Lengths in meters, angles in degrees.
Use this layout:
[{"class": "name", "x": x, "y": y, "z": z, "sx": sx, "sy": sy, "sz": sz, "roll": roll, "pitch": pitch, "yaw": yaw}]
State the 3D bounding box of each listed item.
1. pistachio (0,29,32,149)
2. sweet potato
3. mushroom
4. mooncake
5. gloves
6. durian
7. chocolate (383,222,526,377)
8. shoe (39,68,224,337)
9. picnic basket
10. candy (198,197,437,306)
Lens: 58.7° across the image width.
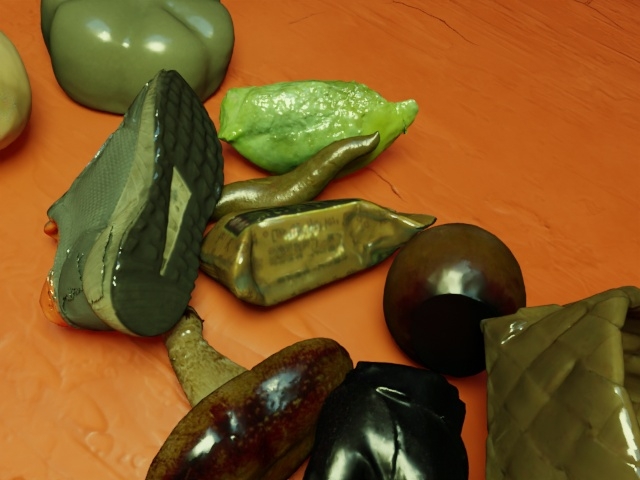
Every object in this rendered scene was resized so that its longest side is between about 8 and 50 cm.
[{"class": "pistachio", "x": -0.452, "y": -0.202, "z": 0.656, "sx": 0.187, "sy": 0.187, "sz": 0.299, "roll": -24, "pitch": 60, "yaw": -26}, {"class": "sweet potato", "x": -0.037, "y": -0.066, "z": 0.706, "sx": 0.249, "sy": 0.069, "sz": 0.059, "roll": -21, "pitch": 36, "yaw": 5}, {"class": "mushroom", "x": -0.108, "y": 0.144, "z": 0.547, "sx": 0.217, "sy": 0.148, "sz": 0.227, "roll": 32, "pitch": 43, "yaw": 32}, {"class": "mooncake", "x": -0.252, "y": -0.299, "z": 0.802, "sx": 0.275, "sy": 0.135, "sz": 0.275, "roll": 8, "pitch": 53, "yaw": -12}, {"class": "gloves", "x": 0.035, "y": 0.241, "z": 0.446, "sx": 0.152, "sy": 0.197, "sz": 0.301, "roll": 13, "pitch": 65, "yaw": 41}, {"class": "durian", "x": -0.007, "y": -0.141, "z": 0.740, "sx": 0.250, "sy": 0.139, "sz": 0.101, "roll": 6, "pitch": 61, "yaw": -7}, {"class": "chocolate", "x": 0.145, "y": 0.055, "z": 0.628, "sx": 0.176, "sy": 0.177, "sz": 0.177, "roll": 6, "pitch": 55, "yaw": -8}, {"class": "shoe", "x": -0.218, "y": -0.041, "z": 0.631, "sx": 0.171, "sy": 0.132, "sz": 0.336, "roll": -14, "pitch": 51, "yaw": 22}, {"class": "picnic basket", "x": 0.329, "y": 0.172, "z": 0.439, "sx": 0.337, "sy": 0.337, "sz": 0.293, "roll": 11, "pitch": 55, "yaw": -4}, {"class": "candy", "x": 0.000, "y": 0.000, "z": 0.659, "sx": 0.271, "sy": 0.101, "sz": 0.143, "roll": -15, "pitch": 18, "yaw": -25}]
